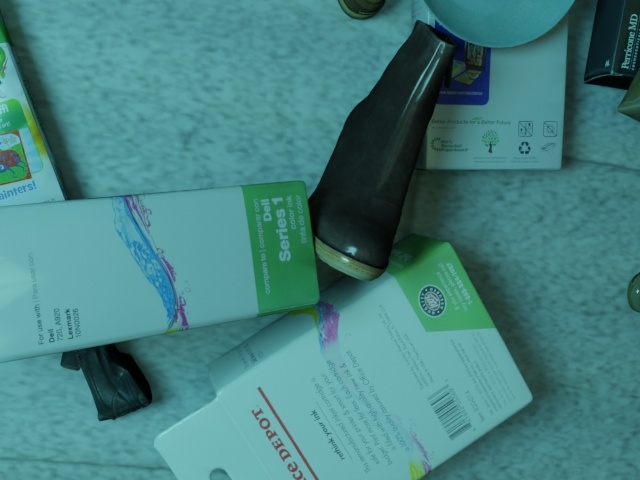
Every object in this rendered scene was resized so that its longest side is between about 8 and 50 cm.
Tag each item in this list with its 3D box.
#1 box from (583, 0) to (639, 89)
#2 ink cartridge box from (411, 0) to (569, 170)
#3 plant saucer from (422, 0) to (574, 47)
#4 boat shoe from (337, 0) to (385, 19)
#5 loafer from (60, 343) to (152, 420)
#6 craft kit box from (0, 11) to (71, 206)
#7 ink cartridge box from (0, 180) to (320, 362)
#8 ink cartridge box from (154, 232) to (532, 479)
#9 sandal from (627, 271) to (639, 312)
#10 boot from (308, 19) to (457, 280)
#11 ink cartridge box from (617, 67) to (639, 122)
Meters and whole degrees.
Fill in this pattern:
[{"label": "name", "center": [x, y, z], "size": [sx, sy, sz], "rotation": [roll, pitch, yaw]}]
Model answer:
[{"label": "box", "center": [0.412, -0.293, 0.890], "size": [0.184, 0.103, 0.262], "rotation": [9, 95, -3]}, {"label": "ink cartridge box", "center": [0.184, -0.242, 0.882], "size": [0.165, 0.065, 0.333], "rotation": [0, 98, -12]}, {"label": "plant saucer", "center": [0.174, -0.292, 0.822], "size": [0.194, 0.037, 0.195], "rotation": [-2, 98, -11]}, {"label": "boat shoe", "center": [0.025, -0.319, 0.840], "size": [0.064, 0.060, 0.178], "rotation": [-25, 101, -8]}, {"label": "loafer", "center": [-0.242, 0.113, 0.836], "size": [0.061, 0.062, 0.170], "rotation": [-30, 101, -2]}, {"label": "craft kit box", "center": [-0.394, -0.086, 0.783], "size": [0.249, 0.061, 0.247], "rotation": [-19, 103, -9]}, {"label": "ink cartridge box", "center": [-0.172, 0.021, 0.721], "size": [0.278, 0.201, 0.117], "rotation": [-7, 91, -30]}, {"label": "ink cartridge box", "center": [0.020, 0.171, 0.867], "size": [0.353, 0.119, 0.207], "rotation": [-32, 103, -8]}, {"label": "sandal", "center": [0.460, 0.048, 0.983], "size": [0.180, 0.049, 0.072], "rotation": [-18, 100, -9]}, {"label": "boot", "center": [0.061, -0.095, 0.763], "size": [0.090, 0.248, 0.207], "rotation": [23, 114, -10]}, {"label": "ink cartridge box", "center": [0.444, -0.191, 0.806], "size": [0.193, 0.088, 0.235], "rotation": [27, 94, -1]}]
